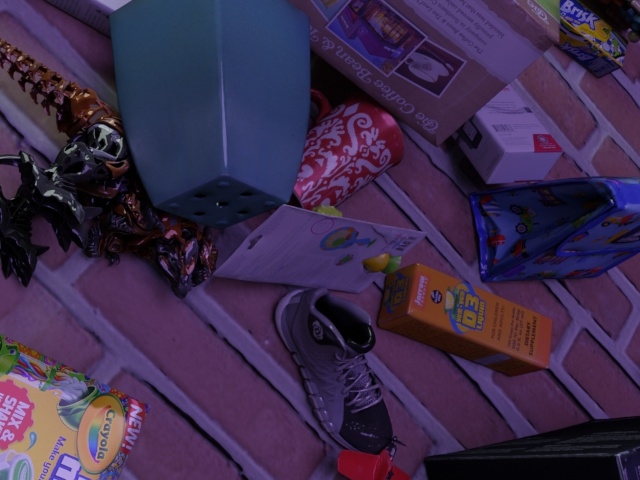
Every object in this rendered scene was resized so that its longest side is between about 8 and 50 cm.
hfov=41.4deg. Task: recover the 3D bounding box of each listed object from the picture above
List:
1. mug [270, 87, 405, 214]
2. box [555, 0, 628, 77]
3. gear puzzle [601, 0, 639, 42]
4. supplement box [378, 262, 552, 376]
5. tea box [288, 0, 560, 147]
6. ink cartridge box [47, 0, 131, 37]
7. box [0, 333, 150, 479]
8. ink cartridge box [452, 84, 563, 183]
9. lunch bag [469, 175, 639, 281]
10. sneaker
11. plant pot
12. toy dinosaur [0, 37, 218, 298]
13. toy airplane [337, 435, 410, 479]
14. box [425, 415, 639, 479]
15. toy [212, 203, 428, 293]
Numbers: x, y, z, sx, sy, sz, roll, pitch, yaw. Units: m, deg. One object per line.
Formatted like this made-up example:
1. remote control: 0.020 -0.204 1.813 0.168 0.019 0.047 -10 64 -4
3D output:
1. mug: -0.003 -0.103 1.076 0.150 0.113 0.169 32 60 31
2. box: 0.419 -0.340 1.380 0.168 0.054 0.059 31 64 -19
3. gear puzzle: 0.411 -0.442 1.365 0.339 0.044 0.175 41 18 -12
4. supplement box: 0.195 0.109 1.129 0.233 0.080 0.078 21 66 -20
5. tea box: 0.113 -0.358 1.071 0.329 0.220 0.324 35 42 -16
6. ink cartridge box: -0.285 -0.440 1.019 0.330 0.071 0.324 28 66 -21
7. box: -0.353 0.225 0.746 0.279 0.177 0.290 30 65 -20
8. ink cartridge box: 0.252 -0.155 1.202 0.109 0.063 0.151 -5 49 -29
9. lunch bag: 0.383 -0.038 1.142 0.220 0.293 0.138 0 77 -28
10. sneaker: 0.035 0.155 0.997 0.086 0.132 0.229 -34 94 -31
11. plant pot: -0.111 -0.144 0.916 0.165 0.165 0.235 21 56 -51
12. toy dinosaur: -0.250 -0.064 0.921 0.322 0.164 0.218 39 45 6
13. toy airplane: 0.060 0.304 1.010 0.151 0.028 0.151 -13 110 -40
14. box: 0.358 0.315 1.006 0.312 0.343 0.179 -5 79 -28
15. toy: 0.000 0.000 0.999 0.237 0.137 0.056 13 46 -41
